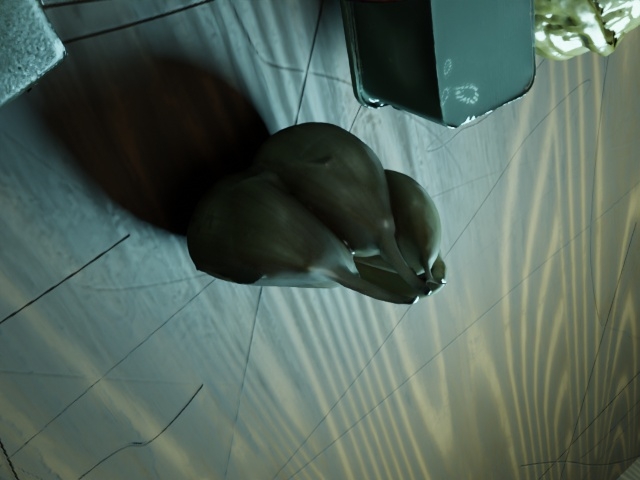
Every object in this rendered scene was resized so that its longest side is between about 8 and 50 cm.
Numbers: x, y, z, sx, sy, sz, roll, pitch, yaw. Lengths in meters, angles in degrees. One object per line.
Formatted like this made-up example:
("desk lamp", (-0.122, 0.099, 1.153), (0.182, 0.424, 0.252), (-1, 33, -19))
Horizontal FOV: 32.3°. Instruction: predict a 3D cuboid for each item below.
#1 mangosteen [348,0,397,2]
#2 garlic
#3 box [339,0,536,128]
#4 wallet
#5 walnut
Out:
("mangosteen", (0.052, -0.352, 0.820), (0.360, 0.306, 0.306), (-64, 149, -20))
("garlic", (0.000, 0.000, 1.123), (0.237, 0.292, 0.210), (43, 78, -15))
("box", (0.119, -0.233, 1.084), (0.163, 0.135, 0.243), (-25, 126, -24))
("wallet", (-0.295, -0.126, 0.853), (0.198, 0.031, 0.110), (-40, 144, -15))
("walnut", (0.265, -0.296, 1.184), (0.198, 0.198, 0.245), (-52, 142, 2))
